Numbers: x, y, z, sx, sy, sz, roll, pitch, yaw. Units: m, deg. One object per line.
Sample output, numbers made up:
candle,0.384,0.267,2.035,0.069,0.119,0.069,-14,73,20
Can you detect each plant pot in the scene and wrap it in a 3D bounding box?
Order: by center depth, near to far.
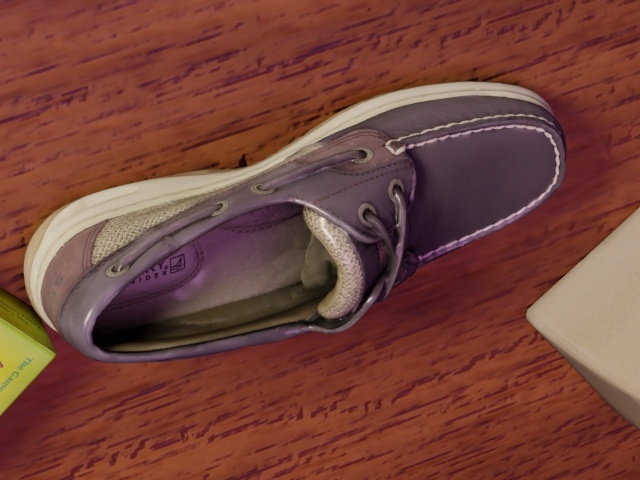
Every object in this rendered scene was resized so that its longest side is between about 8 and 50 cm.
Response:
plant pot,0.200,0.058,1.070,0.109,0.096,0.109,-42,125,5

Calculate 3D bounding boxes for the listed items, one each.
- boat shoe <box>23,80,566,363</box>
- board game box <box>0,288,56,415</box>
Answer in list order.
boat shoe,0.000,0.000,0.954,0.285,0.092,0.103,-15,123,-15
board game box,-0.224,0.033,0.908,0.092,0.043,0.181,-47,125,7
